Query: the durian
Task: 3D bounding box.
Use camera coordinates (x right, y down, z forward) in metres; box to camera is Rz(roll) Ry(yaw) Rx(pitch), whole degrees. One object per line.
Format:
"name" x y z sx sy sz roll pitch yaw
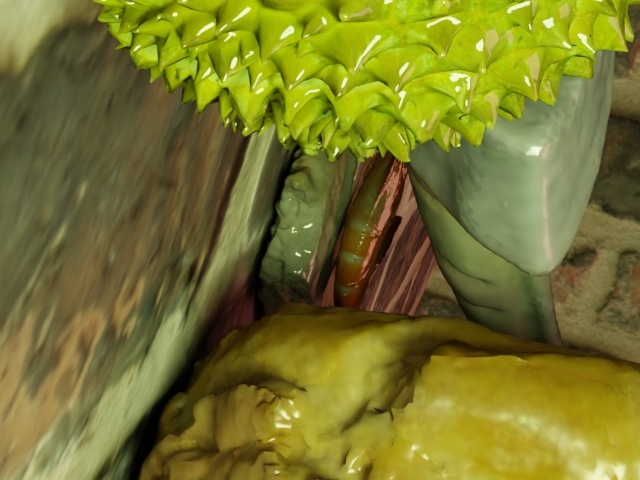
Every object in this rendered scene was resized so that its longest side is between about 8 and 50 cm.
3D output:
"durian" 0.027 -0.101 0.399 0.198 0.146 0.159 -56 167 -50

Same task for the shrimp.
"shrimp" 0.033 -0.019 0.913 0.091 0.025 0.127 -46 156 -69

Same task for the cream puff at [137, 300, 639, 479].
"cream puff" 0.067 0.170 0.747 0.343 0.327 0.231 -11 -121 57

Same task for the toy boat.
"toy boat" 0.064 -0.087 0.731 0.293 0.111 0.276 82 -1 -73

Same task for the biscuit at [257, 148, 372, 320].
"biscuit" 0.002 0.001 0.978 0.290 0.038 0.141 95 16 -67
